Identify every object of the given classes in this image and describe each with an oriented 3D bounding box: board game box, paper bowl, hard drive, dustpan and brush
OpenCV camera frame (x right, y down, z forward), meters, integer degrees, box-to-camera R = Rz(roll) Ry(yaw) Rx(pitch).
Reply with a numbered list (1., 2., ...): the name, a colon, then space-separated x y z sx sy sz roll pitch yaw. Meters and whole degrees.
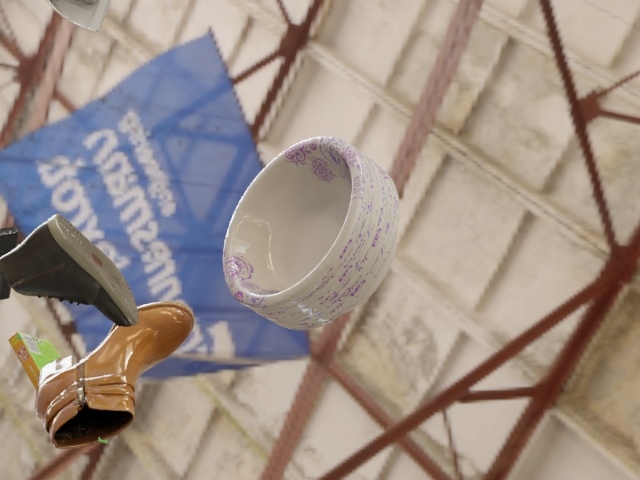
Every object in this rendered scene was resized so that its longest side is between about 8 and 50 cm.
1. board game box: -0.512 0.295 2.530 0.039 0.124 0.259 -42 -117 6
2. paper bowl: 0.000 0.000 1.924 0.284 0.148 0.284 -27 -134 32
3. hard drive: -0.561 0.044 2.174 0.022 0.094 0.135 42 -52 40
4. dustpan and brush: -0.504 -0.497 2.468 0.060 0.211 0.147 87 21 -74

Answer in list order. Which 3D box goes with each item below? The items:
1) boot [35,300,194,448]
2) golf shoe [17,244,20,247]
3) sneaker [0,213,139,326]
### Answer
1. boot: -0.311 0.208 2.006 0.220 0.283 0.109 -131 -159 -66
2. golf shoe: -0.494 0.021 2.403 0.077 0.198 0.094 -23 -86 32
3. sneaker: -0.370 0.066 1.914 0.118 0.222 0.083 -31 -147 9
